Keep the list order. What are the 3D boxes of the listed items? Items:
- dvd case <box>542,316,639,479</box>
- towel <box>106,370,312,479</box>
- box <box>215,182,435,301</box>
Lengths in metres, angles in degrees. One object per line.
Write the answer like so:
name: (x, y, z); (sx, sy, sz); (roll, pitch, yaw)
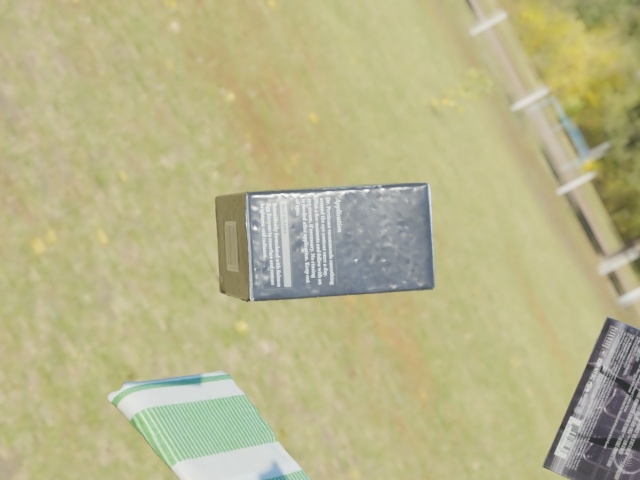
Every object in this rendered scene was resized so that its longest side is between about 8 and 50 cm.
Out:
dvd case: (0.353, 0.193, 1.513); (0.221, 0.164, 0.018); (23, 1, 10)
towel: (-0.088, 0.286, 1.801); (0.325, 0.038, 0.248); (50, 19, 20)
box: (0.000, 0.000, 1.315); (0.156, 0.158, 0.093); (-176, -97, -76)
